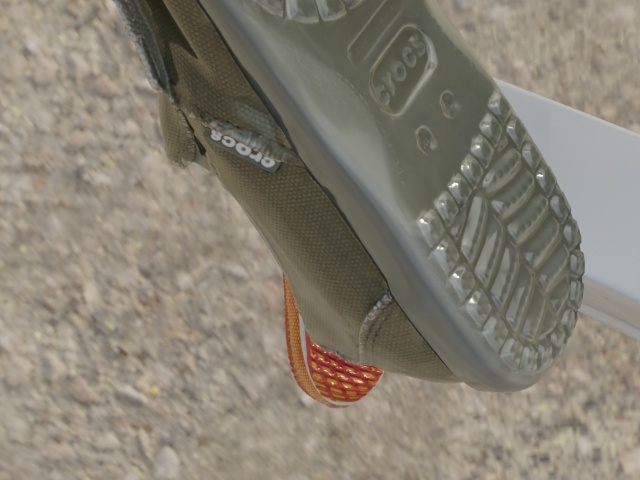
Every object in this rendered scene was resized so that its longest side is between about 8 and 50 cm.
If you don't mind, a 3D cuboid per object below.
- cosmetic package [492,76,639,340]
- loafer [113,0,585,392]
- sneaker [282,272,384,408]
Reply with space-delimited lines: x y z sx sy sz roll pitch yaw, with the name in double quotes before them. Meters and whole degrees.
"cosmetic package" 0.092 -0.014 0.632 0.239 0.099 0.060 27 87 38
"loafer" -0.022 -0.058 0.440 0.087 0.251 0.094 -16 21 41
"sneaker" 0.000 0.000 0.859 0.064 0.067 0.175 5 84 -17
